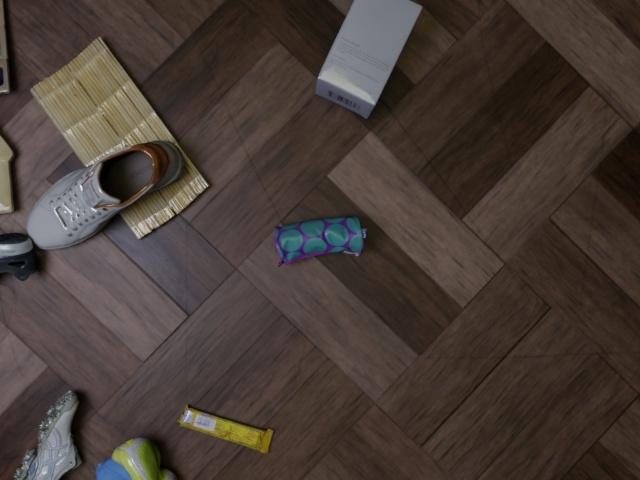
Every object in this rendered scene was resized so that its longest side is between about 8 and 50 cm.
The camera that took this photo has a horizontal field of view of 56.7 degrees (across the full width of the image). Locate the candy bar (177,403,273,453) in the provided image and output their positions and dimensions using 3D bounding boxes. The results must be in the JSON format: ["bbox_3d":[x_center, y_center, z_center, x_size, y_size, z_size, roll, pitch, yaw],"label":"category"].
[{"bbox_3d":[-0.160,0.316,0.999,0.161,0.018,0.040,18,85,-2],"label":"candy bar"}]

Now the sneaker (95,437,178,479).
[{"bbox_3d":[-0.283,0.441,0.969,0.126,0.091,0.240,-25,91,15],"label":"sneaker"}]

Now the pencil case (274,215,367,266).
[{"bbox_3d":[0.000,0.000,0.989,0.152,0.064,0.070,-8,73,-3],"label":"pencil case"}]

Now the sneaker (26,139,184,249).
[{"bbox_3d":[-0.361,-0.074,0.927,0.290,0.123,0.106,-31,94,10],"label":"sneaker"}]

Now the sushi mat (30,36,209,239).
[{"bbox_3d":[-0.335,-0.169,0.994,0.151,0.019,0.316,-36,91,-2],"label":"sushi mat"}]

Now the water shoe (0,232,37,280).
[{"bbox_3d":[-0.560,0.040,0.952,0.203,0.073,0.080,-5,109,7],"label":"water shoe"}]

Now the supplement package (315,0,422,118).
[{"bbox_3d":[0.076,-0.311,0.976,0.105,0.105,0.179,26,88,-2],"label":"supplement package"}]

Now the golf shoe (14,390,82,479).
[{"bbox_3d":[-0.425,0.333,0.972,0.086,0.069,0.176,27,91,-23],"label":"golf shoe"}]

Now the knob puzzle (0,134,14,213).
[{"bbox_3d":[-0.600,-0.130,0.974,0.213,0.030,0.213,0,87,-5],"label":"knob puzzle"}]

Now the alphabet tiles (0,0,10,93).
[{"bbox_3d":[-0.685,-0.302,0.965,0.343,0.011,0.285,-8,83,-3],"label":"alphabet tiles"}]
